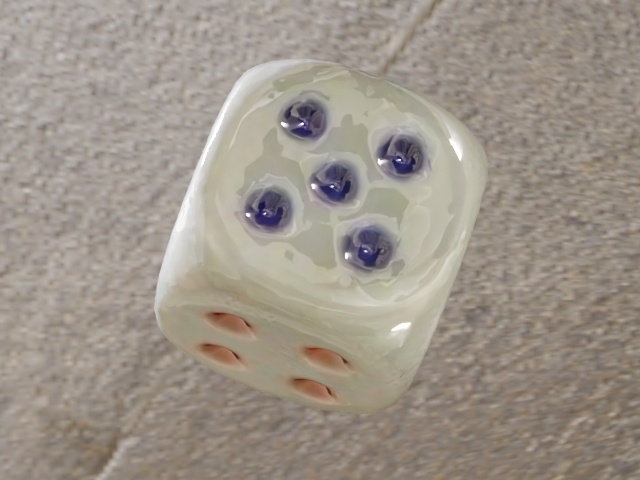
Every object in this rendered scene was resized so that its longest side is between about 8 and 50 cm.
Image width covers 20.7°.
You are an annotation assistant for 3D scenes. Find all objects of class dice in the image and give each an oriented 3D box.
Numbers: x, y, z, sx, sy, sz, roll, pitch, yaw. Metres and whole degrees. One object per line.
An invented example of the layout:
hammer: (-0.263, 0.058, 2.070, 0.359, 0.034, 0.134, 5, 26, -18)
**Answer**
dice: (0.000, 0.000, 1.226, 0.192, 0.193, 0.194, 19, 69, 1)
